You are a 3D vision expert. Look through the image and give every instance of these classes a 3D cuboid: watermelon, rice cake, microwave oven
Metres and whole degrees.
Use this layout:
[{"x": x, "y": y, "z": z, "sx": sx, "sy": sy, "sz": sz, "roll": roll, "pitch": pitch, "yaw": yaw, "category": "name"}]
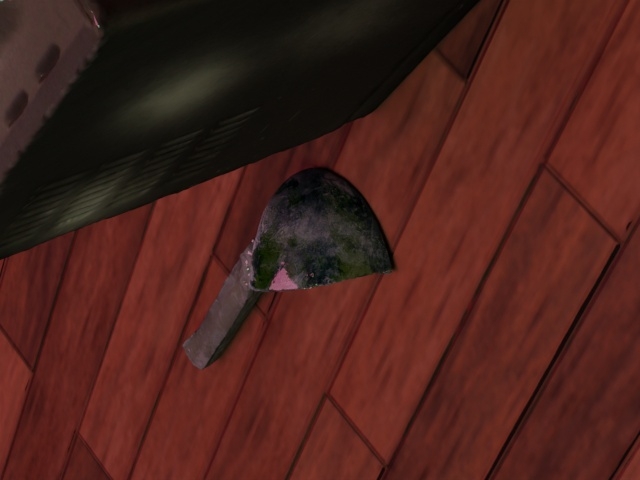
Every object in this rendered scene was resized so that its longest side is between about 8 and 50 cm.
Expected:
[{"x": 0.000, "y": 0.000, "z": 1.129, "sx": 0.085, "sy": 0.085, "sz": 0.061, "roll": 45, "pitch": 165, "yaw": 31, "category": "watermelon"}, {"x": -0.056, "y": 0.040, "z": 1.223, "sx": 0.022, "sy": 0.021, "sz": 0.121, "roll": 48, "pitch": 137, "yaw": 14, "category": "rice cake"}, {"x": -0.144, "y": -0.248, "z": 0.941, "sx": 0.432, "sy": 0.374, "sz": 0.236, "roll": 58, "pitch": 140, "yaw": 11, "category": "microwave oven"}]
